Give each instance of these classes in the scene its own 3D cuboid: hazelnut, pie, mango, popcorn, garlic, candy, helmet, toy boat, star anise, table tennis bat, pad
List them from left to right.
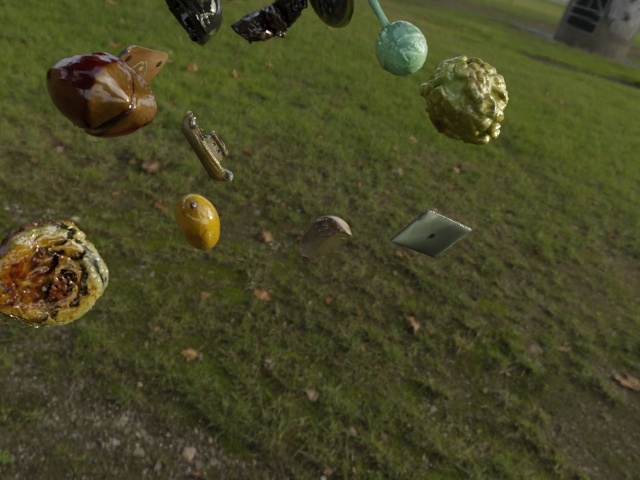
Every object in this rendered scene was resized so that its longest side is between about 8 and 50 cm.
[{"bbox_3d":[-0.652,0.093,1.402,0.308,0.308,0.085,-3,21,-33],"label":"pie"},{"bbox_3d":[-0.461,-0.297,1.225,0.212,0.181,0.181,33,35,-58],"label":"hazelnut"},{"bbox_3d":[-0.566,-0.438,1.687,0.018,0.284,0.286,41,15,-3],"label":"pad"},{"bbox_3d":[-0.384,-0.051,1.836,0.119,0.317,0.176,-33,84,-16],"label":"mango"},{"bbox_3d":[-0.433,-0.829,2.074,0.230,0.160,0.279,53,-13,-13],"label":"helmet"},{"bbox_3d":[-0.444,-0.371,2.338,0.122,0.321,0.089,-30,30,-3],"label":"toy boat"},{"bbox_3d":[-0.131,-0.627,1.671,0.223,0.108,0.236,-15,21,28],"label":"star anise"},{"bbox_3d":[-0.018,-0.728,1.626,0.054,0.224,0.368,-27,51,-21],"label":"table tennis bat"},{"bbox_3d":[0.005,-0.014,1.693,0.087,0.196,0.101,34,39,-37],"label":"garlic"},{"bbox_3d":[0.131,-0.581,1.449,0.119,0.119,0.439,-5,60,-36],"label":"candy"},{"bbox_3d":[0.371,-0.358,1.524,0.217,0.235,0.181,-6,41,51],"label":"popcorn"}]

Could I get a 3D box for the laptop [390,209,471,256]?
[{"bbox_3d":[0.397,-0.020,2.103,0.269,0.188,0.015,18,42,-40],"label":"laptop"}]
